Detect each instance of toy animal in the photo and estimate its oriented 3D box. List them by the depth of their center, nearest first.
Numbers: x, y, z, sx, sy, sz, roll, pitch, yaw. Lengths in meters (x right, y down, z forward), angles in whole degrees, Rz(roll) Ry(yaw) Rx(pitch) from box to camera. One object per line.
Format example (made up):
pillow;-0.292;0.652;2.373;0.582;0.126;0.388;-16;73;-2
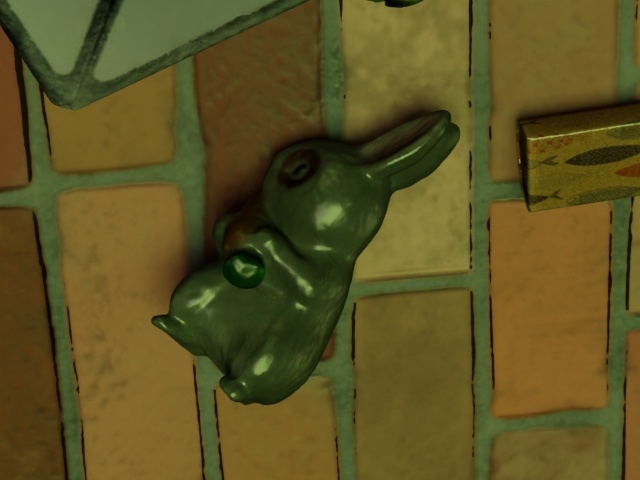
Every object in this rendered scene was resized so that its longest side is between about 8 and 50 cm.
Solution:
toy animal;-0.010;-0.001;1.264;0.108;0.138;0.236;32;83;21

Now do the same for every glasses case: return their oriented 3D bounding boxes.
glasses case;0.220;-0.066;1.281;0.170;0.041;0.064;-9;126;-3

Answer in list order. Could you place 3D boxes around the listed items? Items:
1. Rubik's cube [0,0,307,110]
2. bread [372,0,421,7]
Rubik's cube;-0.100;-0.269;1.001;0.255;0.259;0.260;-26;136;4
bread;0.039;-0.219;1.174;0.139;0.071;0.130;38;102;-18
